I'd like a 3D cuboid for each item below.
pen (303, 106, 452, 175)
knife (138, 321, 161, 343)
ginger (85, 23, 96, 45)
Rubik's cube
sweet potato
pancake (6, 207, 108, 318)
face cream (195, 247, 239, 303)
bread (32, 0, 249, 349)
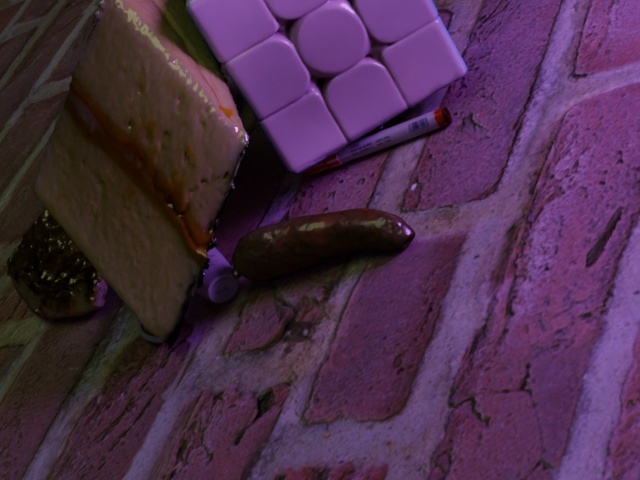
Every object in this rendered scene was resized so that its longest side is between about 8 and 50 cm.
[{"bbox_3d":[0.074,-0.135,1.792,0.239,0.028,0.028,-19,35,30],"label":"pen"},{"bbox_3d":[-0.232,0.042,1.884,0.061,0.027,0.343,-25,32,14],"label":"knife"},{"bbox_3d":[-0.240,-0.235,2.099,0.358,0.211,0.413,18,94,59],"label":"ginger"},{"bbox_3d":[-0.001,-0.321,1.837,0.291,0.292,0.290,-31,24,8],"label":"Rubik's cube"},{"bbox_3d":[0.000,0.000,1.655,0.273,0.075,0.075,-12,39,30],"label":"sweet potato"},{"bbox_3d":[-0.391,0.009,2.019,0.266,0.057,0.244,-5,62,41],"label":"pancake"},{"bbox_3d":[-0.170,0.035,1.796,0.072,0.051,0.182,-29,30,-16],"label":"face cream"},{"bbox_3d":[-0.208,-0.119,1.810,0.346,0.405,0.242,-55,-16,19],"label":"bread"}]
